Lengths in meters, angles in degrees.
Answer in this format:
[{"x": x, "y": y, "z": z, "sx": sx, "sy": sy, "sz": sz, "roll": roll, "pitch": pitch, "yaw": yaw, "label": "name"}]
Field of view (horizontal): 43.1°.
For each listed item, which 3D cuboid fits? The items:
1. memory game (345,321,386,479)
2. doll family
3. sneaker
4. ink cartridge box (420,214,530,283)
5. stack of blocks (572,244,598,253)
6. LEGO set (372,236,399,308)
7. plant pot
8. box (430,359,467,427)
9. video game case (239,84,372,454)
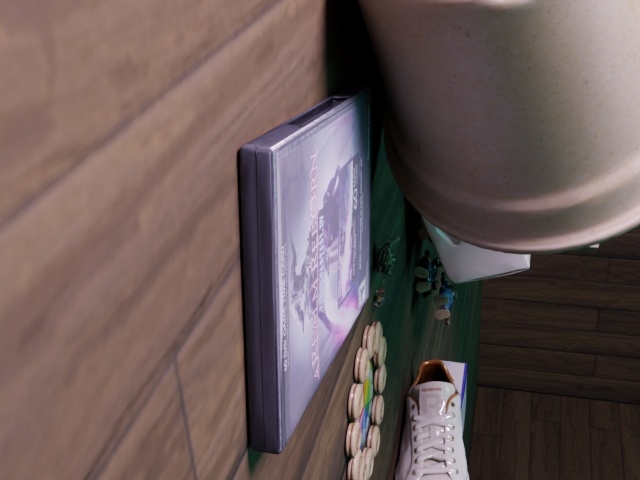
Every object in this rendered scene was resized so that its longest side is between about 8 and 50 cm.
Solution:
[{"x": 0.053, "y": 0.180, "z": 0.888, "sx": 0.186, "sy": 0.012, "sz": 0.186, "roll": 5, "pitch": 90, "yaw": -76, "label": "memory game"}, {"x": 0.185, "y": 0.036, "z": 1.264, "sx": 0.111, "sy": 0.076, "sz": 0.193, "roll": -39, "pitch": 137, "yaw": -77, "label": "doll family"}, {"x": 0.157, "y": 0.284, "z": 1.183, "sx": 0.290, "sy": 0.106, "sz": 0.123, "roll": -79, "pitch": 161, "yaw": -61, "label": "sneaker"}, {"x": 0.230, "y": -0.105, "z": 1.179, "sx": 0.207, "sy": 0.117, "sz": 0.283, "roll": 62, "pitch": 30, "yaw": -29, "label": "ink cartridge box"}, {"x": 0.404, "y": -0.073, "z": 1.622, "sx": 0.087, "sy": 0.297, "sz": 0.171, "roll": 31, "pitch": 64, "yaw": -72, "label": "stack of blocks"}, {"x": 0.067, "y": 0.033, "z": 0.896, "sx": 0.054, "sy": 0.023, "sz": 0.083, "roll": 5, "pitch": 102, "yaw": -74, "label": "LEGO set"}, {"x": 0.168, "y": -0.197, "z": 0.694, "sx": 0.305, "sy": 0.334, "sz": 0.333, "roll": 46, "pitch": 49, "yaw": -57, "label": "plant pot"}, {"x": 0.236, "y": 0.319, "z": 1.539, "sx": 0.126, "sy": 0.072, "sz": 0.137, "roll": -70, "pitch": 158, "yaw": -49, "label": "box"}, {"x": 0.000, "y": 0.000, "z": 0.601, "sx": 0.274, "sy": 0.026, "sz": 0.196, "roll": -51, "pitch": 143, "yaw": -67, "label": "video game case"}]
